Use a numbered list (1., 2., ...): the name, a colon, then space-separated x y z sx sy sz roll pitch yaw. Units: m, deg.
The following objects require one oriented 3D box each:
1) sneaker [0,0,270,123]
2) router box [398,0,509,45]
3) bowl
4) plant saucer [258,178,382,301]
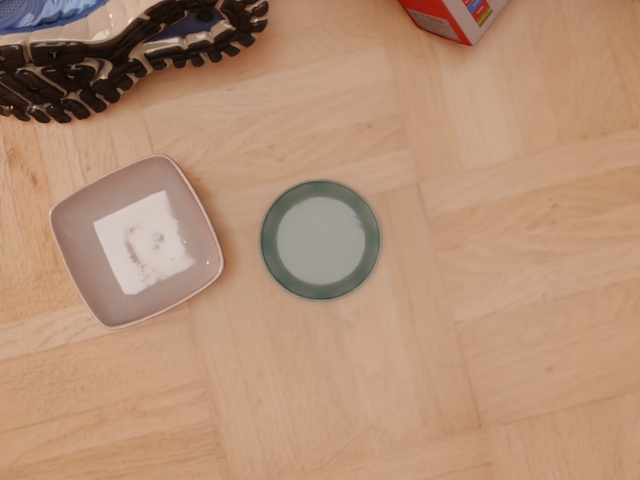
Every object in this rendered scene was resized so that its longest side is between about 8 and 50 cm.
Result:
1. sneaker: -0.213 -0.219 0.716 0.330 0.129 0.147 -15 65 8
2. router box: 0.140 -0.387 0.617 0.335 0.301 0.082 -52 46 0
3. bowl: -0.171 0.002 0.729 0.142 0.053 0.142 -26 87 1
4. plant saucer: 0.000 0.000 0.739 0.120 0.021 0.119 0 89 2
